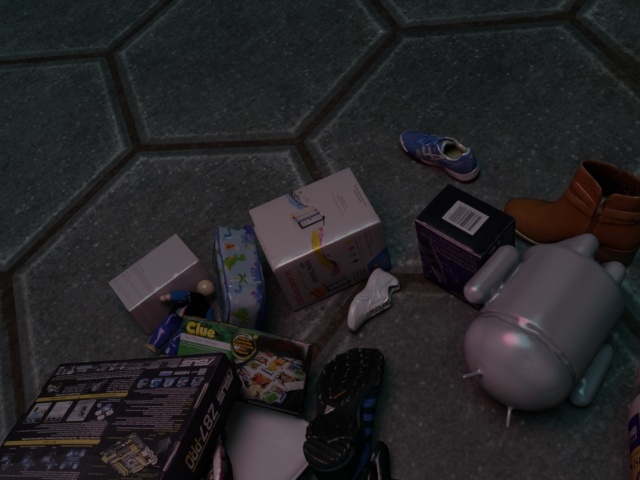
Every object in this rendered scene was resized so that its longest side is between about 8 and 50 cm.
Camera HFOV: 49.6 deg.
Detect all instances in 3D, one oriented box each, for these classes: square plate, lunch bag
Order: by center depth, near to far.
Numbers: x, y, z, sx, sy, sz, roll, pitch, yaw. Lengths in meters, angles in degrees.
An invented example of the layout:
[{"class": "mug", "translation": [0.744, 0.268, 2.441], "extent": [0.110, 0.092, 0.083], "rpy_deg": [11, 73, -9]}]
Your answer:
[{"class": "square plate", "translation": [-0.219, 0.401, 1.241], "extent": [0.344, 0.049, 0.347], "rpy_deg": [27, 55, 29]}, {"class": "lunch bag", "translation": [-0.167, 0.091, 1.406], "extent": [0.090, 0.176, 0.219], "rpy_deg": [-3, 48, -15]}]

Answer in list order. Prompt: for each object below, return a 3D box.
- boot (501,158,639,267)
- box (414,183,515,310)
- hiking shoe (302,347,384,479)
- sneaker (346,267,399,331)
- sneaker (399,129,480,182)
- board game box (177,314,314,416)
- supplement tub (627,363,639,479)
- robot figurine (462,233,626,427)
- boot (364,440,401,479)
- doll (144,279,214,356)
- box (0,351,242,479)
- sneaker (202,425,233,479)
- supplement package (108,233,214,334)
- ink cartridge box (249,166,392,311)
[{"class": "boot", "translation": [0.480, -0.067, 1.322], "extent": [0.283, 0.220, 0.109], "rpy_deg": [30, 67, 31]}, {"class": "box", "translation": [0.278, 0.018, 1.321], "extent": [0.153, 0.207, 0.108], "rpy_deg": [32, 68, 32]}, {"class": "hiking shoe", "translation": [0.045, 0.314, 1.229], "extent": [0.113, 0.132, 0.304], "rpy_deg": [2, 32, 22]}, {"class": "sneaker", "translation": [0.105, 0.122, 1.387], "extent": [0.061, 0.054, 0.152], "rpy_deg": [24, 63, 25]}, {"class": "sneaker", "translation": [0.269, -0.211, 1.570], "extent": [0.211, 0.081, 0.080], "rpy_deg": [29, 67, 32]}, {"class": "board game box", "translation": [-0.146, 0.230, 1.288], "extent": [0.259, 0.030, 0.136], "rpy_deg": [11, 93, 17]}, {"class": "supplement tub", "translation": [0.573, 0.340, 0.991], "extent": [0.240, 0.241, 0.332], "rpy_deg": [2, 55, 16]}, {"class": "robot figurine", "translation": [0.385, 0.148, 1.204], "extent": [0.300, 0.200, 0.353], "rpy_deg": [44, 69, -1]}, {"class": "boot", "translation": [0.127, 0.411, 1.177], "extent": [0.099, 0.045, 0.121], "rpy_deg": [9, 63, 22]}, {"class": "doll", "translation": [-0.285, 0.158, 1.439], "extent": [0.129, 0.046, 0.189], "rpy_deg": [40, 70, -13]}, {"class": "box", "translation": [-0.366, 0.342, 1.191], "extent": [0.394, 0.097, 0.318], "rpy_deg": [-8, 33, 24]}, {"class": "sneaker", "translation": [-0.199, 0.372, 1.195], "extent": [0.077, 0.072, 0.178], "rpy_deg": [-18, 35, 0]}, {"class": "supplement package", "translation": [-0.339, 0.093, 1.489], "extent": [0.179, 0.105, 0.105], "rpy_deg": [-37, 53, -13]}, {"class": "ink cartridge box", "translation": [0.000, 0.000, 1.429], "extent": [0.232, 0.171, 0.168], "rpy_deg": [-24, 52, -3]}]
